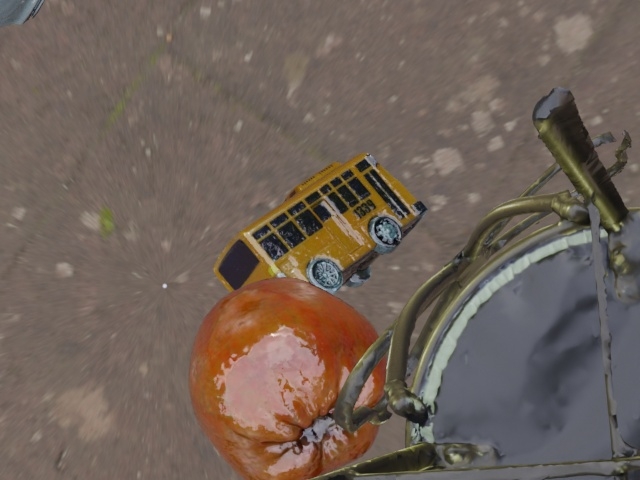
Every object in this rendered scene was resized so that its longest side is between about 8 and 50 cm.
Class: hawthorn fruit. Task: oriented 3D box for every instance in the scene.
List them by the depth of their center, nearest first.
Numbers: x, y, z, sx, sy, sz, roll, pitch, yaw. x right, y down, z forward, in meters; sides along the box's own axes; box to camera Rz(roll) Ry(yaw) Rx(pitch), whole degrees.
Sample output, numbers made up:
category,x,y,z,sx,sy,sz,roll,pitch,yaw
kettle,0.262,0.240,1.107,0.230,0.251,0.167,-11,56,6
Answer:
category,x,y,z,sx,sy,sz,roll,pitch,yaw
hawthorn fruit,-0.025,0.086,1.039,0.132,0.138,0.133,-15,125,-22

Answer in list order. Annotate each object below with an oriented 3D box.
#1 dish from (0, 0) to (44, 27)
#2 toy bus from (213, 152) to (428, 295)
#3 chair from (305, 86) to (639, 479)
category,x,y,z,sx,sy,sz,roll,pitch,yaw
dish,-0.290,-0.309,1.606,0.080,0.182,0.243,30,107,-19
toy bus,0.000,0.000,1.579,0.201,0.098,0.114,-35,81,-37
chair,0.089,0.054,0.491,0.170,0.325,0.160,40,96,12
